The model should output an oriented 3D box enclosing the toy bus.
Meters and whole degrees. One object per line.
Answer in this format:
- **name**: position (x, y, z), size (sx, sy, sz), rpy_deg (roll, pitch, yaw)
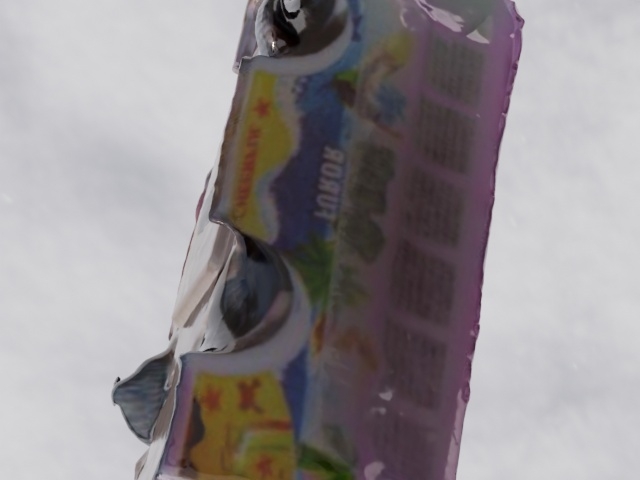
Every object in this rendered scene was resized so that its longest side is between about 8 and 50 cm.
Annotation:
- **toy bus**: position (0.000, 0.000, 0.684), size (0.112, 0.090, 0.274), rpy_deg (17, 53, -7)
